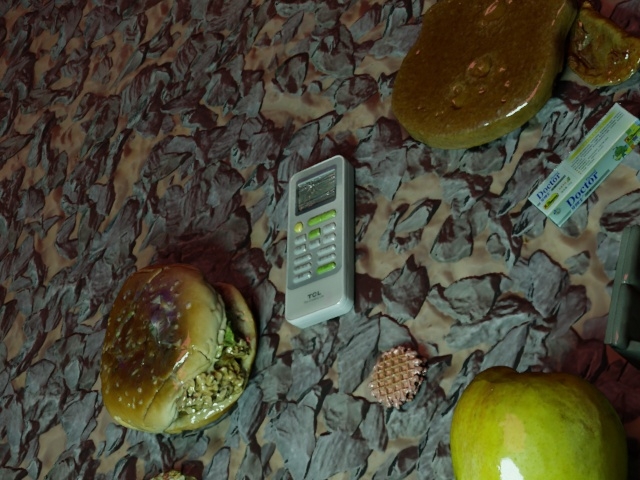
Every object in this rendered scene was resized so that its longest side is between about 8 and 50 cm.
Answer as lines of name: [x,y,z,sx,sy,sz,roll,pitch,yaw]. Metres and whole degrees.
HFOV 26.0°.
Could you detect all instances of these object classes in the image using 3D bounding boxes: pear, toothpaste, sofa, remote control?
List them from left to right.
remote control: [0.000,0.000,1.926,0.103,0.034,0.250,-21,51,31]
pear: [0.228,0.226,1.457,0.200,0.200,0.200,-23,50,30]
toothpaste: [0.327,-0.094,1.694,0.164,0.034,0.046,-48,42,6]
sofa: [0.366,0.062,1.518,0.060,0.085,0.147,-7,58,43]

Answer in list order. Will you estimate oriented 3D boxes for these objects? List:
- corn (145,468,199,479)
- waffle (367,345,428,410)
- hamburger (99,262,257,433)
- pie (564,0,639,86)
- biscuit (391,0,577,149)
corn: [-0.264,0.376,1.884,0.237,0.079,0.079,-31,46,18]
waffle: [0.095,0.171,1.730,0.075,0.029,0.083,22,81,48]
hamburger: [-0.207,0.159,1.932,0.243,0.146,0.286,-48,43,16]
pie: [0.355,-0.248,1.775,0.088,0.033,0.191,-55,33,15]
biscuit: [0.218,-0.242,1.876,0.273,0.049,0.257,3,69,45]
